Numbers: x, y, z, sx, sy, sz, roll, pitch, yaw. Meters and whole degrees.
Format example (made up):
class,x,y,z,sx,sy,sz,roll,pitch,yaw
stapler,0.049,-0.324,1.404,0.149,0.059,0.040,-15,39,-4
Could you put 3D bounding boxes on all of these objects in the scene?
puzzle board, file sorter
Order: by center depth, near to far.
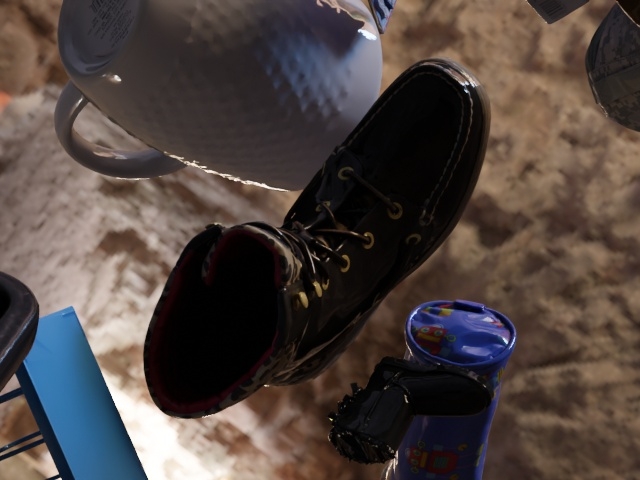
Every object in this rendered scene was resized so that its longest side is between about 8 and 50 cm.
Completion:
class,x,y,z,sx,sy,sz,roll,pitch,yaw
file sorter,-0.225,0.156,1.034,0.104,0.170,0.118,-23,180,13
puzzle board,0.065,-0.323,1.571,0.011,0.128,0.096,-7,-145,22

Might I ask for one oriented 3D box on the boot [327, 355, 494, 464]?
class,x,y,z,sx,sy,sz,roll,pitch,yaw
boot,0.072,0.146,1.107,0.099,0.121,0.045,-49,137,-41

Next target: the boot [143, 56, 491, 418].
class,x,y,z,sx,sy,sz,roll,pitch,yaw
boot,0.000,0.000,1.208,0.377,0.138,0.284,-53,166,18

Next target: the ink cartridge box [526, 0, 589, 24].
class,x,y,z,sx,sy,sz,roll,pitch,yaw
ink cartridge box,0.197,-0.413,1.493,0.065,0.333,0.165,-29,144,25

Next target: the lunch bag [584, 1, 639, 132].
class,x,y,z,sx,sy,sz,roll,pitch,yaw
lunch bag,0.427,-0.213,1.277,0.256,0.213,0.305,-27,-177,-22

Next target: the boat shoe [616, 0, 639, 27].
class,x,y,z,sx,sy,sz,roll,pitch,yaw
boat shoe,0.236,-0.245,0.909,0.123,0.342,0.123,-42,172,-12

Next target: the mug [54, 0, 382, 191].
class,x,y,z,sx,sy,sz,roll,pitch,yaw
mug,-0.166,-0.200,1.617,0.328,0.276,0.374,16,135,-44

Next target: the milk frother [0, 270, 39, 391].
class,x,y,z,sx,sy,sz,roll,pitch,yaw
milk frother,-0.226,0.068,0.671,0.143,0.129,0.135,-52,-170,27

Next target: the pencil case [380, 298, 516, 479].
class,x,y,z,sx,sy,sz,roll,pitch,yaw
pencil case,0.138,0.199,1.486,0.133,0.119,0.306,-70,169,-49
